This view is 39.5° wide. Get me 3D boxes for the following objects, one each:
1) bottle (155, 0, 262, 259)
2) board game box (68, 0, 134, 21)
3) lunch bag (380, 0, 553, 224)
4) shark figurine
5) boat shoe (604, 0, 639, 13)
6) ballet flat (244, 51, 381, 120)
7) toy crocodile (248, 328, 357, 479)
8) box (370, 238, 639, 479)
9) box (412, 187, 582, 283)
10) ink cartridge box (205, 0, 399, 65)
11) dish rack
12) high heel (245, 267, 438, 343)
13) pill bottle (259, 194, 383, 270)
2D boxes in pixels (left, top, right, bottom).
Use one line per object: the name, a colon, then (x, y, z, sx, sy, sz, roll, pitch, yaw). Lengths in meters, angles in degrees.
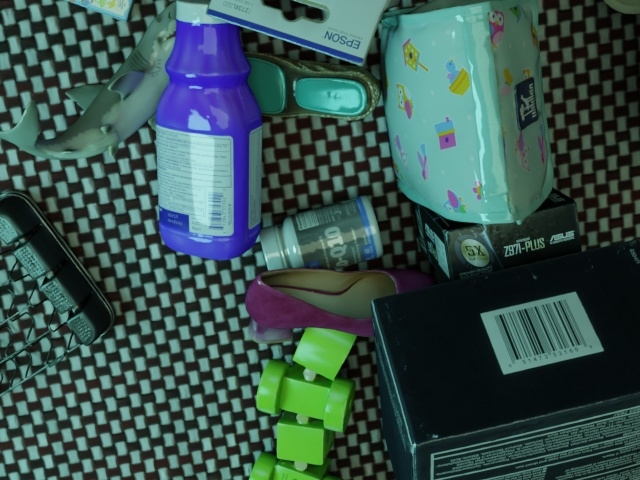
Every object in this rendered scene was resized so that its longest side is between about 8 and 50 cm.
bottle: (-0.124, -0.123, 0.988, 0.118, 0.092, 0.283, 11, 114, 21)
board game box: (-0.240, -0.332, 0.981, 0.103, 0.026, 0.154, 19, 102, -10)
lunch bag: (0.156, -0.145, 0.946, 0.160, 0.262, 0.224, -9, 104, -3)
shark figurine: (-0.259, -0.145, 0.976, 0.116, 0.278, 0.166, 27, 138, 25)
boat shoe: (0.309, -0.413, 0.978, 0.116, 0.096, 0.325, -18, 106, 41)
ballet flat: (-0.025, -0.175, 1.014, 0.206, 0.067, 0.073, 16, 114, 21)
toy crocodile: (-0.018, 0.250, 1.120, 0.115, 0.105, 0.341, 12, 106, 13)
box: (0.218, 0.179, 0.973, 0.296, 0.183, 0.294, -12, 141, -3)
box: (0.197, -0.014, 1.025, 0.147, 0.180, 0.078, -12, 106, -2)
ink cartridge box: (0.031, -0.367, 0.907, 0.175, 0.069, 0.371, 20, 86, 11)
dish rack: (-0.409, 0.095, 1.054, 0.271, 0.074, 0.208, -32, 104, 5)
high heel: (0.032, 0.054, 1.028, 0.243, 0.082, 0.117, -6, 147, -12)
pill bottle: (0.000, 0.000, 1.063, 0.137, 0.078, 0.078, -16, 105, -1)
